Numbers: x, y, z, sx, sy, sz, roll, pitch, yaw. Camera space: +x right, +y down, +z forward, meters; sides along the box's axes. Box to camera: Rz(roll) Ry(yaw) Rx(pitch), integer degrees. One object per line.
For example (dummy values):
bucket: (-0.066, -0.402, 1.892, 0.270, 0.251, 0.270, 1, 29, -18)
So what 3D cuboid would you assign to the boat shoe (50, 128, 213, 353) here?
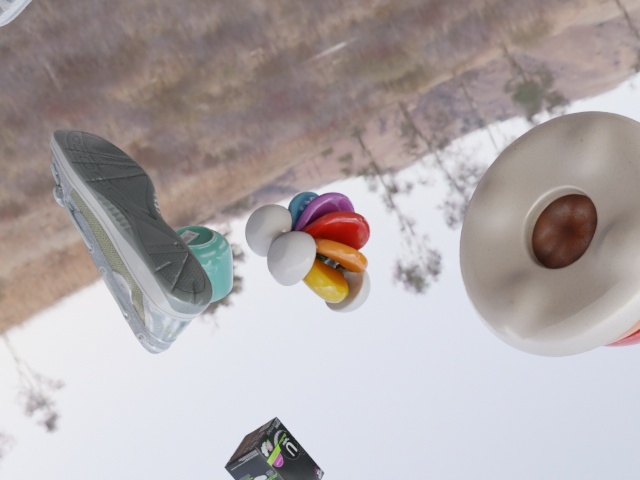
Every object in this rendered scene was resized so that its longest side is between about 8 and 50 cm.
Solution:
boat shoe: (-0.248, -0.011, 1.196, 0.118, 0.320, 0.103, -1, 137, -54)

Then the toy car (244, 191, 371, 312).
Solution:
toy car: (0.000, 0.000, 1.331, 0.136, 0.159, 0.182, -53, -140, 10)

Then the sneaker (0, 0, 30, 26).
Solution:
sneaker: (-0.304, -0.354, 1.114, 0.281, 0.105, 0.115, -55, 169, 1)

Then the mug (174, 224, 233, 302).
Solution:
mug: (-0.208, 0.040, 1.641, 0.129, 0.097, 0.158, -9, -150, -19)

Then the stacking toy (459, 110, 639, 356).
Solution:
stacking toy: (0.471, 0.045, 1.476, 0.350, 0.480, 0.350, -22, -123, 39)

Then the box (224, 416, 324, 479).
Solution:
box: (-0.047, 0.241, 1.033, 0.052, 0.083, 0.062, -35, -173, 29)
